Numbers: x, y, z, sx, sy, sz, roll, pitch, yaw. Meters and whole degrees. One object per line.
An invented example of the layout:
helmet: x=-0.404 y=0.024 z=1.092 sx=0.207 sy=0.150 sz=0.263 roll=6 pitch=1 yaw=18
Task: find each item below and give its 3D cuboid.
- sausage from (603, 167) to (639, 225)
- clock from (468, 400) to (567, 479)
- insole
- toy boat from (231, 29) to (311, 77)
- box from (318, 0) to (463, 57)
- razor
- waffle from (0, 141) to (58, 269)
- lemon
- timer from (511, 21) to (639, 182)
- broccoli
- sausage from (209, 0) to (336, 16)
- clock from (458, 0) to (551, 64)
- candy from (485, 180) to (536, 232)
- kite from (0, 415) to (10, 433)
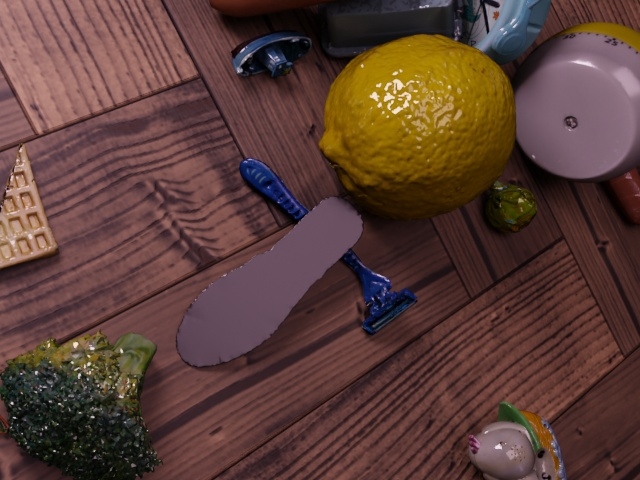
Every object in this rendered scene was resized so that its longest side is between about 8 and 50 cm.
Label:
sausage: x=0.583 y=-0.094 z=1.374 sx=0.065 sy=0.065 sz=0.169 roll=-37 pitch=97 yaw=-28
clock: x=0.297 y=0.363 z=1.107 sx=0.144 sy=0.103 sz=0.231 roll=-7 pitch=80 yaw=-26
insole: x=-0.066 y=0.056 z=1.005 sx=0.322 sy=0.007 sz=0.109 roll=-43 pitch=96 yaw=-14
toy boat: x=-0.072 y=-0.273 z=1.081 sx=0.137 sy=0.060 sz=0.061 roll=-21 pitch=68 yaw=-32
box: x=0.105 y=-0.378 z=1.117 sx=0.227 sy=0.130 sz=0.162 roll=-2 pitch=78 yaw=6
razor: x=0.003 y=-0.004 z=1.071 sx=0.324 sy=0.093 sz=0.056 roll=46 pitch=22 yaw=-7
waffle: x=-0.389 y=-0.041 z=0.893 sx=0.097 sy=0.023 sz=0.153 roll=-16 pitch=88 yaw=-29
lemon: x=0.149 y=-0.166 z=1.055 sx=0.321 sy=0.268 sz=0.268 roll=-23 pitch=90 yaw=-25
timer: x=0.480 y=-0.256 z=1.252 sx=0.285 sy=0.285 sz=0.285 roll=6 pitch=77 yaw=-26
broccoli: x=-0.263 y=0.181 z=0.860 sx=0.219 sy=0.194 sz=0.194 roll=24 pitch=68 yaw=4
sausage: x=-0.023 y=-0.389 z=1.015 sx=0.121 sy=0.304 sz=0.121 roll=-5 pitch=90 yaw=-69
clock: x=0.269 y=-0.376 z=1.153 sx=0.094 sy=0.274 sz=0.224 roll=4 pitch=79 yaw=-29
candy: x=0.267 y=-0.127 z=1.225 sx=0.077 sy=0.073 sz=0.262 roll=-36 pitch=90 yaw=-17
kite: x=-0.505 y=0.144 z=0.802 sx=0.321 sy=0.016 sz=0.234 roll=9 pitch=74 yaw=-26
